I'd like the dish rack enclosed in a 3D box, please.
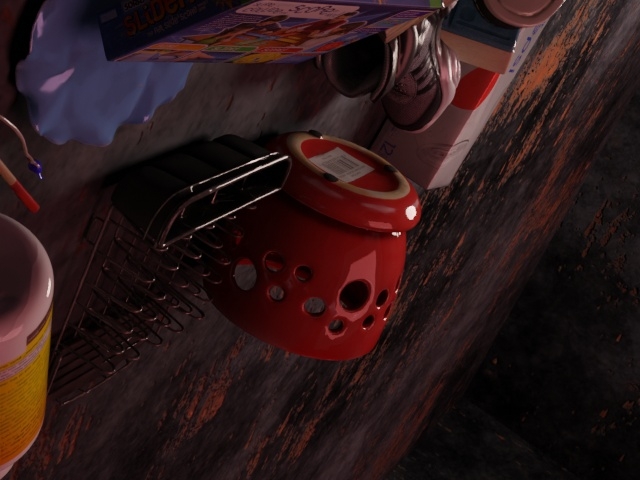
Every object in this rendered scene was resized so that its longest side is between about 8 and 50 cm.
[{"bbox_3d":[-0.146,0.035,1.250,0.208,0.074,0.271,-28,150,-58],"label":"dish rack"}]

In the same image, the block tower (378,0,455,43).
[{"bbox_3d":[0.060,-0.239,1.110,0.091,0.097,0.335,-34,177,2],"label":"block tower"}]

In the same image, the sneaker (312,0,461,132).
[{"bbox_3d":[0.062,-0.176,1.404,0.153,0.101,0.268,-47,157,-28],"label":"sneaker"}]

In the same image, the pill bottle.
[{"bbox_3d":[-0.244,0.084,0.962,0.117,0.117,0.215,-44,161,-37],"label":"pill bottle"}]

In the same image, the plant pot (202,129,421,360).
[{"bbox_3d":[0.000,0.000,1.404,0.191,0.191,0.174,-26,145,-61],"label":"plant pot"}]

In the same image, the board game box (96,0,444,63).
[{"bbox_3d":[-0.029,-0.152,0.939,0.136,0.035,0.201,-15,176,36],"label":"board game box"}]

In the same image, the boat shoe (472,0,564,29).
[{"bbox_3d":[0.185,-0.314,1.297,0.091,0.114,0.302,-28,-140,59],"label":"boat shoe"}]

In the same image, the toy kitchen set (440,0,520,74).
[{"bbox_3d":[0.179,-0.316,1.496,0.166,0.122,0.207,105,4,-51],"label":"toy kitchen set"}]

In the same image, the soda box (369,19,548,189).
[{"bbox_3d":[0.176,-0.204,1.701,0.286,0.091,0.098,-59,164,14],"label":"soda box"}]

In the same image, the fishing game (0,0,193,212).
[{"bbox_3d":[-0.138,-0.145,0.961,0.264,0.041,0.189,-47,156,-10],"label":"fishing game"}]
